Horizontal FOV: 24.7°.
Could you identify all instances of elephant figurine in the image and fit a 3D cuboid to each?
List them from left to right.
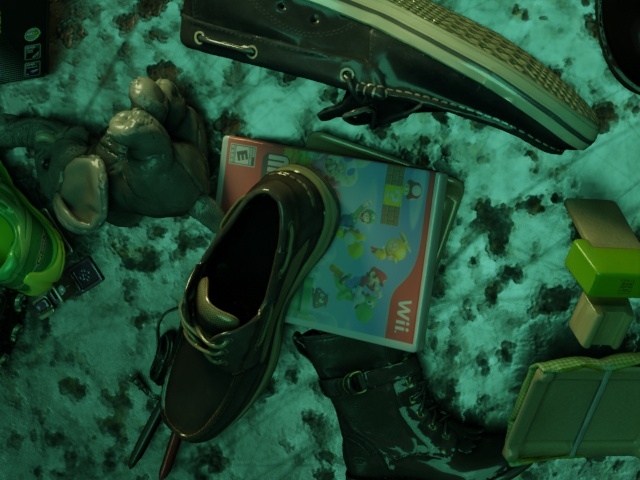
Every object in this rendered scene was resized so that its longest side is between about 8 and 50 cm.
[{"bbox_3d":[-0.254,-0.078,1.702,0.239,0.186,0.169,-24,139,21],"label":"elephant figurine"}]

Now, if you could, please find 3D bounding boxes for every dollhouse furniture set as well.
[{"bbox_3d":[-0.335,0.030,1.748,0.091,0.081,0.114,-31,94,11],"label":"dollhouse furniture set"},{"bbox_3d":[0.315,0.099,1.643,0.197,0.151,0.301,2,130,-17],"label":"dollhouse furniture set"}]

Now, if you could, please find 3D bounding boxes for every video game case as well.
[{"bbox_3d":[0.000,0.000,1.672,0.285,0.025,0.204,11,98,28],"label":"video game case"}]

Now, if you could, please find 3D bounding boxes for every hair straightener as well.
[{"bbox_3d":[-0.192,0.174,1.771,0.089,0.047,0.230,20,101,3],"label":"hair straightener"}]

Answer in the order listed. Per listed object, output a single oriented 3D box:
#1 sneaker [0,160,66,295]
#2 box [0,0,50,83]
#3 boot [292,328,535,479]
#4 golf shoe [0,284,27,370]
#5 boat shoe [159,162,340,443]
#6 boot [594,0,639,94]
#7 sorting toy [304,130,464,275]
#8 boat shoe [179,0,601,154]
[{"bbox_3d":[-0.418,-0.053,1.707,0.295,0.123,0.109,40,99,20],"label":"sneaker"},{"bbox_3d":[-0.400,-0.248,1.639,0.190,0.184,0.045,-13,55,-23],"label":"box"},{"bbox_3d":[0.112,0.181,1.703,0.263,0.091,0.229,-10,102,11],"label":"boot"},{"bbox_3d":[-0.450,0.148,1.775,0.120,0.105,0.273,28,101,10],"label":"golf shoe"},{"bbox_3d":[-0.107,0.072,1.646,0.132,0.130,0.355,31,107,24],"label":"boat shoe"},{"bbox_3d":[0.356,-0.315,1.508,0.131,0.260,0.348,0,99,8],"label":"boot"},{"bbox_3d":[0.049,-0.007,1.719,0.193,0.038,0.208,19,106,4],"label":"sorting toy"},{"bbox_3d":[0.066,-0.196,1.614,0.500,0.187,0.156,24,107,8],"label":"boat shoe"}]
